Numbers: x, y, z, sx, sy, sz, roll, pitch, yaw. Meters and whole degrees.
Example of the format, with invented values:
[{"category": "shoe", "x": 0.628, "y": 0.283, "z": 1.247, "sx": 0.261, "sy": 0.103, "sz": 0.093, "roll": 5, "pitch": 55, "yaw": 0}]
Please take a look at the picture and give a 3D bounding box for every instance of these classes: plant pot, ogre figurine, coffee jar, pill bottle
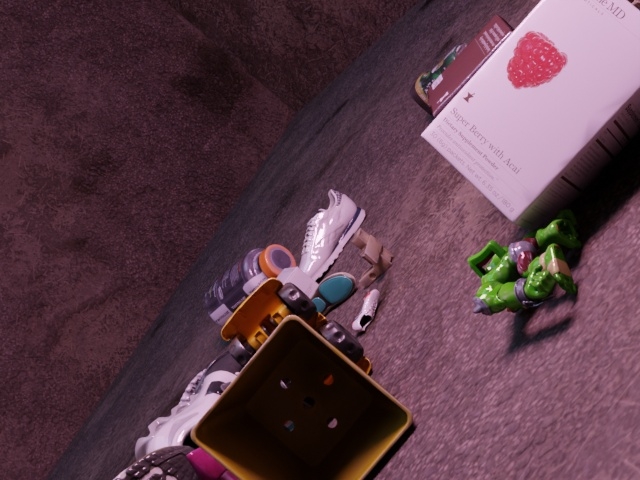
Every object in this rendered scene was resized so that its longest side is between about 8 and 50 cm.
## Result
[{"category": "plant pot", "x": -0.020, "y": 0.237, "z": 1.494, "sx": 0.212, "sy": 0.212, "sz": 0.187, "roll": -50, "pitch": -1, "yaw": 3}, {"category": "ogre figurine", "x": 0.251, "y": 0.031, "z": 1.341, "sx": 0.118, "sy": 0.097, "sz": 0.197, "roll": -29, "pitch": 33, "yaw": 33}, {"category": "coffee jar", "x": 0.281, "y": -0.351, "z": 2.406, "sx": 0.184, "sy": 0.096, "sz": 0.079, "roll": -36, "pitch": 16, "yaw": 53}, {"category": "pill bottle", "x": -0.159, "y": 0.103, "z": 2.564, "sx": 0.245, "sy": 0.130, "sz": 0.130, "roll": -40, "pitch": 15, "yaw": 42}]

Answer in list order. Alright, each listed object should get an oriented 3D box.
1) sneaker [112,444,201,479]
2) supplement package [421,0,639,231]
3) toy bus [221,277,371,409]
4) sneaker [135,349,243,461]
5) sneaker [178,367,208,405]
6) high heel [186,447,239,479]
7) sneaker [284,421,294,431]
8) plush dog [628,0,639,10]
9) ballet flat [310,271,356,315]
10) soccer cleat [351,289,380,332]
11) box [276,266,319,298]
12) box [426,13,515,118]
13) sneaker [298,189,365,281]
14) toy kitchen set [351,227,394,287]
[{"category": "sneaker", "x": -0.354, "y": 0.504, "z": 1.868, "sx": 0.410, "sy": 0.158, "sz": 0.182, "roll": -49, "pitch": 11, "yaw": -2}, {"category": "supplement package", "x": 0.308, "y": -0.177, "z": 1.416, "sx": 0.293, "sy": 0.177, "sz": 0.175, "roll": -49, "pitch": -21, "yaw": 12}, {"category": "toy bus", "x": -0.039, "y": 0.159, "z": 1.754, "sx": 0.149, "sy": 0.220, "sz": 0.211, "roll": -47, "pitch": 6, "yaw": 5}, {"category": "sneaker", "x": -0.186, "y": 0.327, "z": 2.058, "sx": 0.146, "sy": 0.122, "sz": 0.330, "roll": 4, "pitch": 41, "yaw": 46}, {"category": "sneaker", "x": -0.257, "y": 0.374, "z": 2.184, "sx": 0.292, "sy": 0.110, "sz": 0.118, "roll": -59, "pitch": 5, "yaw": -37}, {"category": "high heel", "x": -0.166, "y": 0.343, "z": 1.878, "sx": 0.082, "sy": 0.117, "sz": 0.244, "roll": -46, "pitch": 13, "yaw": 22}, {"category": "sneaker", "x": -0.056, "y": 0.260, "z": 1.826, "sx": 0.057, "sy": 0.075, "sz": 0.161, "roll": -48, "pitch": 12, "yaw": 12}, {"category": "plush dog", "x": 0.524, "y": -0.372, "z": 1.460, "sx": 0.262, "sy": 0.210, "sz": 0.225, "roll": 101, "pitch": 178, "yaw": -48}, {"category": "ballet flat", "x": 0.015, "y": 0.102, "z": 2.108, "sx": 0.168, "sy": 0.057, "sz": 0.052, "roll": -41, "pitch": 5, "yaw": 37}, {"category": "soccer cleat", "x": 0.082, "y": 0.121, "z": 1.864, "sx": 0.083, "sy": 0.029, "sz": 0.035, "roll": -58, "pitch": 22, "yaw": -18}, {"category": "box", "x": -0.059, "y": 0.119, "z": 2.244, "sx": 0.102, "sy": 0.087, "sz": 0.101, "roll": -53, "pitch": 12, "yaw": -13}, {"category": "box", "x": 0.291, "y": -0.202, "z": 1.641, "sx": 0.167, "sy": 0.203, "sz": 0.168, "roll": -47, "pitch": 13, "yaw": 16}, {"category": "sneaker", "x": 0.000, "y": 0.000, "z": 2.381, "sx": 0.235, "sy": 0.095, "sz": 0.090, "roll": -57, "pitch": 15, "yaw": -22}, {"category": "toy kitchen set", "x": 0.077, "y": 0.040, "z": 1.988, "sx": 0.075, "sy": 0.083, "sz": 0.068, "roll": -44, "pitch": 13, "yaw": 28}]
